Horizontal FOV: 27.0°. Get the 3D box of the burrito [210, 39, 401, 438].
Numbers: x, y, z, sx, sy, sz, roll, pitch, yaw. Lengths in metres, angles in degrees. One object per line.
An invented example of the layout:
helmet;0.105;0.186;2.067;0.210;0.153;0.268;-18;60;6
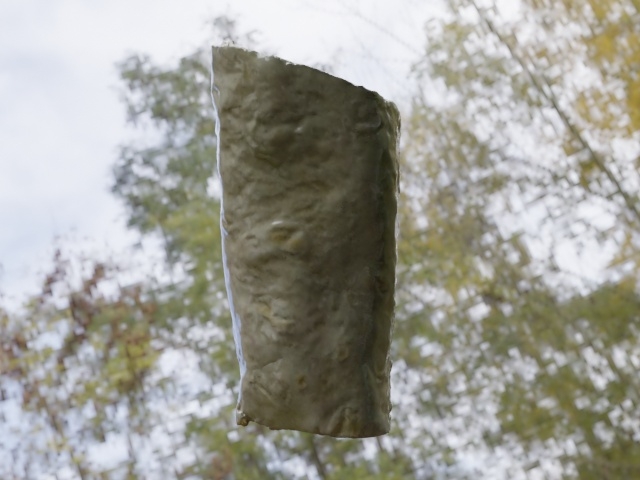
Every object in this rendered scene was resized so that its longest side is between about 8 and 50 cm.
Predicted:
burrito;-0.004;0.000;0.995;0.143;0.299;0.105;-5;6;-22
